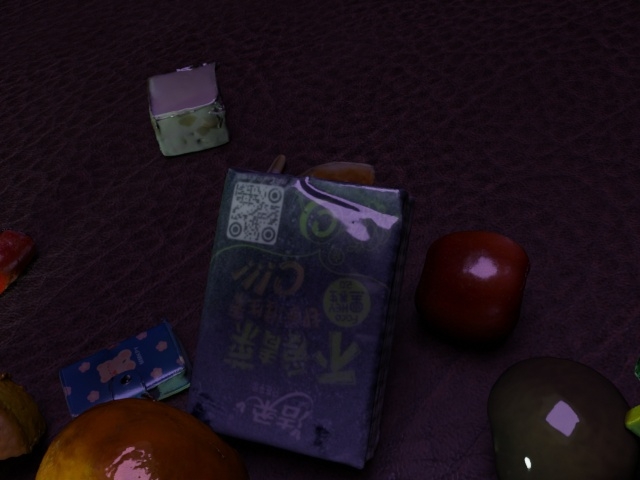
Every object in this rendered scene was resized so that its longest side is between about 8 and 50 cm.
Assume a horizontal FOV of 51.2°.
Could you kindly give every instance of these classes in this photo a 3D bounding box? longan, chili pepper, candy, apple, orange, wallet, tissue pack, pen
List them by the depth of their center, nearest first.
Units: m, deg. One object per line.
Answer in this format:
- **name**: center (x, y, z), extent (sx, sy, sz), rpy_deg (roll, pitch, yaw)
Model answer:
- **orange**: center (-0.221, 0.333, 0.841), extent (0.283, 0.284, 0.226), rpy_deg (16, 53, 24)
- **longan**: center (0.318, 0.256, 0.879), extent (0.198, 0.198, 0.212), rpy_deg (1, 49, 12)
- **tissue pack**: center (-0.032, 0.104, 0.988), extent (0.288, 0.124, 0.394), rpy_deg (8, 87, 20)
- **apple**: center (0.242, 0.070, 1.063), extent (0.168, 0.181, 0.181), rpy_deg (16, 52, 11)
- **wallet**: center (-0.321, 0.224, 1.110), extent (0.202, 0.059, 0.141), rpy_deg (-25, 50, -13)
- **chili pepper**: center (-0.645, 0.061, 1.305), extent (0.086, 0.084, 0.192), rpy_deg (-4, 40, 30)
- **pen**: center (-0.122, -0.098, 1.389), extent (0.040, 0.032, 0.233), rpy_deg (-10, 40, 34)
- **candy**: center (-0.298, -0.304, 1.536), extent (0.184, 0.137, 0.195), rpy_deg (-15, 48, -3)

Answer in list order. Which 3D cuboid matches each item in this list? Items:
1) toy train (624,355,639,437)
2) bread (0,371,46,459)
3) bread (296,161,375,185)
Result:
- **toy train**: center (0.519, 0.274, 0.772), extent (0.369, 0.150, 0.237), rpy_deg (32, 50, 0)
- **bread**: center (-0.569, 0.265, 1.021), extent (0.260, 0.147, 0.160), rpy_deg (-6, 5, 3)
- **bread**: center (-0.004, 0.002, 1.169), extent (0.192, 0.171, 0.314), rpy_deg (5, 54, -2)
